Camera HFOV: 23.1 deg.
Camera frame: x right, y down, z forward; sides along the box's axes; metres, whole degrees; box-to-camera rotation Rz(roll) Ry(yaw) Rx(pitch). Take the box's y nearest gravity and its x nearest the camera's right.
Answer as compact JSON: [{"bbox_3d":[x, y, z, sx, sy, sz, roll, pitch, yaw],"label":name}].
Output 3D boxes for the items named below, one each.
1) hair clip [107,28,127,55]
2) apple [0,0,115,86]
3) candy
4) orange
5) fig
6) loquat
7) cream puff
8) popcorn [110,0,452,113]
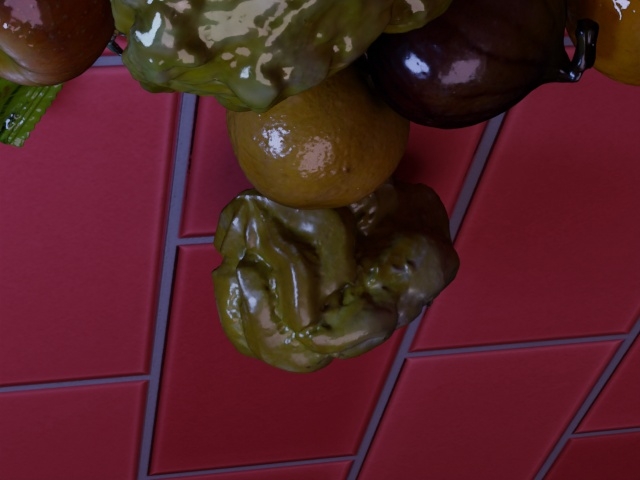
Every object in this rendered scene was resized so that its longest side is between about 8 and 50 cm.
[{"bbox_3d":[-0.257,-0.235,1.650,0.049,0.049,0.173,-25,148,22],"label":"hair clip"},{"bbox_3d":[-0.284,-0.255,1.469,0.210,0.173,0.235,27,164,3],"label":"apple"},{"bbox_3d":[-0.403,-0.174,1.682,0.246,0.069,0.149,15,136,-30],"label":"candy"},{"bbox_3d":[0.365,-0.265,1.673,0.219,0.193,0.219,-1,134,-1],"label":"orange"},{"bbox_3d":[0.155,-0.216,1.635,0.235,0.235,0.214,-34,109,33],"label":"fig"},{"bbox_3d":[-0.003,-0.136,1.748,0.208,0.208,0.208,-8,150,-5],"label":"loquat"},{"bbox_3d":[0.001,-0.001,1.962,0.324,0.257,0.291,-37,-160,-26],"label":"cream puff"},{"bbox_3d":[-0.047,-0.270,1.424,0.292,0.294,0.334,-1,159,25],"label":"popcorn"}]
